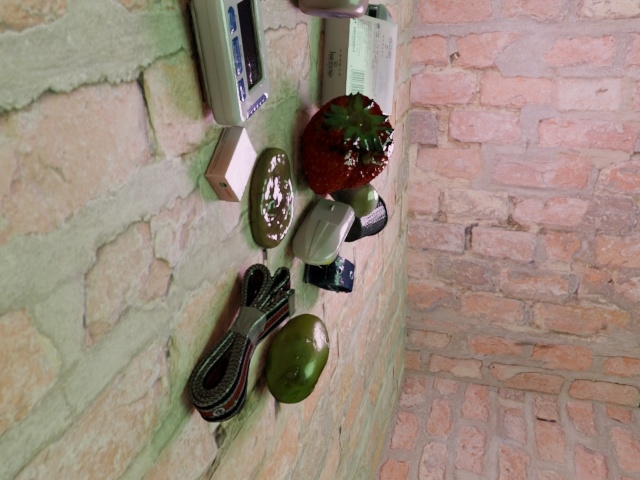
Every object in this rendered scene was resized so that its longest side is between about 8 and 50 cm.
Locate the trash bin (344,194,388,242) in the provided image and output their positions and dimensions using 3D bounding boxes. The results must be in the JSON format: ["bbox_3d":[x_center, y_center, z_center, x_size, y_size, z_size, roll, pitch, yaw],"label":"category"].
[{"bbox_3d":[0.116,-0.071,1.869,0.161,0.175,0.175,-34,129,-52],"label":"trash bin"}]

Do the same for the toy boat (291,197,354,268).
[{"bbox_3d":[0.002,-0.008,1.561,0.140,0.141,0.269,78,27,-44],"label":"toy boat"}]

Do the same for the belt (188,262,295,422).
[{"bbox_3d":[-0.157,0.200,1.148,0.094,0.126,0.359,91,21,-48],"label":"belt"}]

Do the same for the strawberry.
[{"bbox_3d":[0.059,-0.248,1.527,0.288,0.250,0.238,117,-35,-63],"label":"strawberry"}]

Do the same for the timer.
[{"bbox_3d":[-0.161,-0.351,1.008,0.178,0.078,0.253,-65,156,-52],"label":"timer"}]

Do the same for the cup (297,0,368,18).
[{"bbox_3d":[0.036,-0.660,1.381,0.253,0.192,0.200,-81,175,-74],"label":"cup"}]

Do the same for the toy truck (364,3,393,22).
[{"bbox_3d":[0.160,-0.606,1.802,0.136,0.162,0.305,-21,115,-70],"label":"toy truck"}]

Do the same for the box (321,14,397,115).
[{"bbox_3d":[0.114,-0.512,1.645,0.203,0.116,0.274,-7,104,-40],"label":"box"}]

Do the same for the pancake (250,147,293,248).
[{"bbox_3d":[-0.101,-0.097,1.325,0.242,0.050,0.241,7,90,-73],"label":"pancake"}]

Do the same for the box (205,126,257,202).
[{"bbox_3d":[-0.172,-0.149,1.090,0.089,0.043,0.125,66,34,-58],"label":"box"}]

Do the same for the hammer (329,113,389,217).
[{"bbox_3d":[0.134,-0.235,1.681,0.113,0.202,0.305,11,111,-37],"label":"hammer"}]

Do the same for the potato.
[{"bbox_3d":[-0.054,0.304,1.439,0.186,0.149,0.253,74,28,-45],"label":"potato"}]

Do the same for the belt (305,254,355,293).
[{"bbox_3d":[0.041,0.089,1.715,0.218,0.122,0.128,39,55,-68],"label":"belt"}]
